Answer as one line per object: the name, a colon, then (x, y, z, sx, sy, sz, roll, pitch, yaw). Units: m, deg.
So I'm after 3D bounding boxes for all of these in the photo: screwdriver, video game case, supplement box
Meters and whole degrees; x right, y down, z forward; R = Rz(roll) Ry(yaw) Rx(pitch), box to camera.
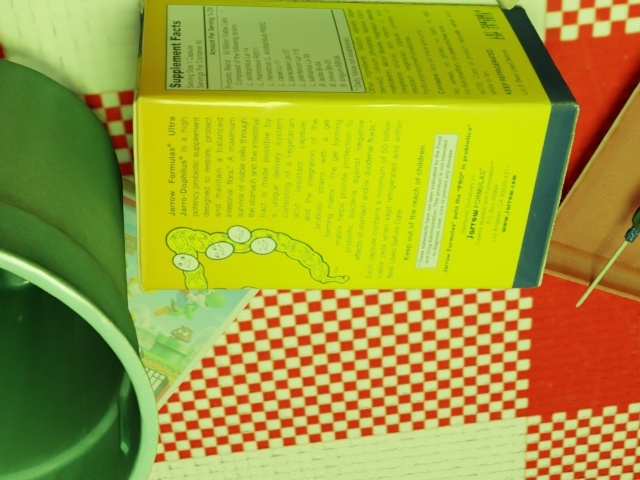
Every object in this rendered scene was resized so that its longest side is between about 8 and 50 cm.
screwdriver: (0.308, 0.012, 1.178, 0.024, 0.025, 0.170, 17, 122, -18)
video game case: (-0.209, 0.077, 1.222, 0.204, 0.025, 0.285, 28, 118, -24)
supplement box: (0.017, -0.086, 1.024, 0.357, 0.194, 0.195, 0, 126, -7)

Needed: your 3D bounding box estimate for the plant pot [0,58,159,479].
plant pot: (-0.295, 0.037, 0.929, 0.341, 0.334, 0.341, -2, 125, -4)

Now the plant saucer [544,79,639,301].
plant saucer: (0.375, -0.050, 1.186, 0.259, 0.047, 0.258, 16, 123, -18)

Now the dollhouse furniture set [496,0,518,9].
dollhouse furniture set: (0.087, -0.367, 0.826, 0.286, 0.198, 0.303, -45, 124, -10)
